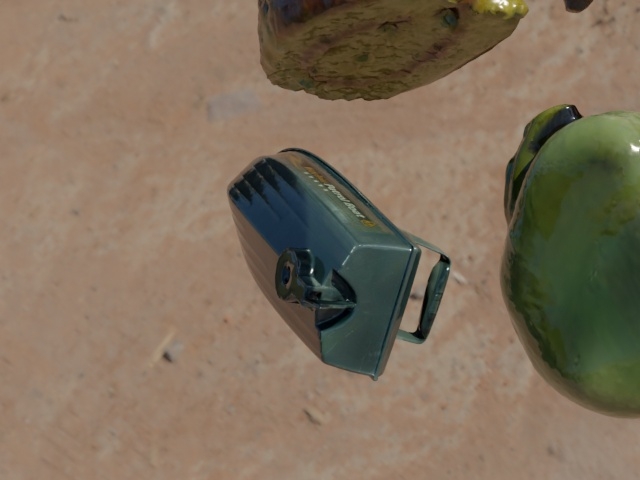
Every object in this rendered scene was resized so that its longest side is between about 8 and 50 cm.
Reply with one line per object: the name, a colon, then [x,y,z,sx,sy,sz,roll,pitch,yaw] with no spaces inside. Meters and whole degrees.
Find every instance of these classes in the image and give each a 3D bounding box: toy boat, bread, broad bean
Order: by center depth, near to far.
bread: [0.028,-0.160,0.570,0.132,0.103,0.172,-24,60,60]
toy boat: [0.000,0.000,0.840,0.246,0.103,0.093,47,125,58]
broad bean: [0.198,0.015,0.886,0.169,0.100,0.228,-26,83,33]

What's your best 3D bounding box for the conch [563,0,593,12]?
conch: [0.280,-0.362,1.286,0.158,0.255,0.127,33,57,12]
